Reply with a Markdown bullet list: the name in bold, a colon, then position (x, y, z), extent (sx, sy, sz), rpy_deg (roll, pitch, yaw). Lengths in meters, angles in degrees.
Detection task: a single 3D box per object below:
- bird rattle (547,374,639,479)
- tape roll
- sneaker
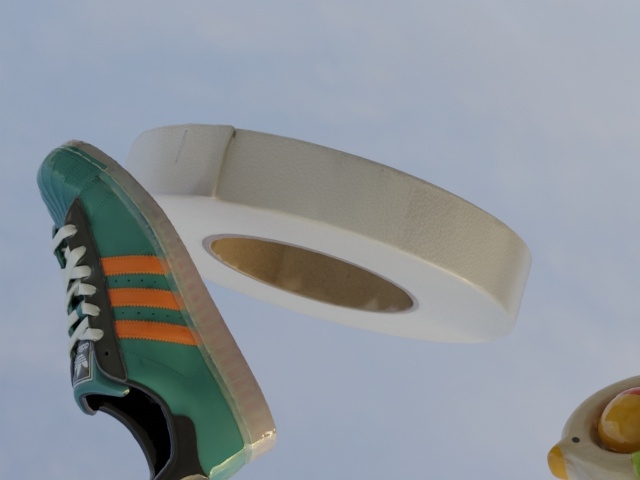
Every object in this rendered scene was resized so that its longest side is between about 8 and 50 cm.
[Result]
- **bird rattle**: position (0.321, 0.166, 1.695), extent (0.207, 0.143, 0.253), rpy_deg (7, -137, 39)
- **tape roll**: position (0.000, 0.000, 1.717), extent (0.392, 0.392, 0.072), rpy_deg (20, -103, -13)
- **sneaker**: position (-0.158, 0.064, 1.483), extent (0.121, 0.108, 0.302), rpy_deg (-29, -97, -27)
